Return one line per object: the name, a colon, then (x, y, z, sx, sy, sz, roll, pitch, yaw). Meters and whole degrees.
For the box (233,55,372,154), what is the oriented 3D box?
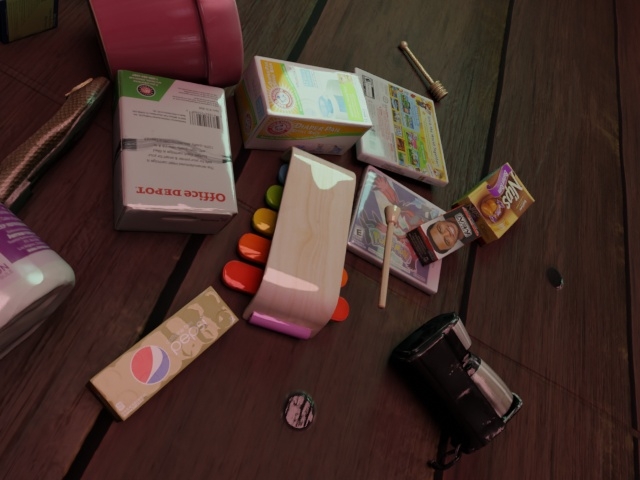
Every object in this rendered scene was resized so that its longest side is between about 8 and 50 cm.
box: (-0.031, -0.223, 0.827, 0.203, 0.103, 0.114, -2, 70, -31)

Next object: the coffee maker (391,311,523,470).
coffee maker: (0.199, 0.229, 0.758, 0.171, 0.120, 0.178, -39, 91, -36)

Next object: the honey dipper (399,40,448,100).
honey dipper: (0.232, -0.390, 1.105, 0.030, 0.030, 0.160, -32, 83, -36)

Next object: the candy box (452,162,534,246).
candy box: (0.375, -0.080, 1.038, 0.187, 0.053, 0.109, -34, 89, -35)

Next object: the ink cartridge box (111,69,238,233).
ink cartridge box: (-0.211, -0.118, 0.685, 0.153, 0.087, 0.208, 3, 68, -31)

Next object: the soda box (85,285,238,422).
soda box: (-0.192, 0.138, 0.603, 0.061, 0.058, 0.181, 51, 54, -2)

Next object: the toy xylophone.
toy xylophone: (0.000, 0.000, 0.757, 0.236, 0.081, 0.322, 28, 58, -14)

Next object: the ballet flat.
ballet flat: (-0.353, -0.128, 0.614, 0.058, 0.084, 0.250, 33, 62, -16)

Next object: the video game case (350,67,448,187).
video game case: (0.158, -0.229, 0.978, 0.206, 0.026, 0.227, 14, 57, -25)

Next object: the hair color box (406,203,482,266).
hair color box: (0.233, -0.012, 0.902, 0.141, 0.043, 0.072, -24, 84, -36)

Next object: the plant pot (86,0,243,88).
plant pot: (-0.231, -0.312, 0.706, 0.180, 0.201, 0.201, -18, 79, -19)

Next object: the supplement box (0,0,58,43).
supplement box: (-0.412, -0.329, 0.658, 0.056, 0.083, 0.083, 50, 55, -4)

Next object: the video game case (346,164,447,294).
video game case: (0.147, -0.021, 0.895, 0.201, 0.023, 0.183, 28, 58, -17)

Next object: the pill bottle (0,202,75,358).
pill bottle: (-0.413, -0.010, 0.468, 0.301, 0.169, 0.169, 44, 54, -7)
